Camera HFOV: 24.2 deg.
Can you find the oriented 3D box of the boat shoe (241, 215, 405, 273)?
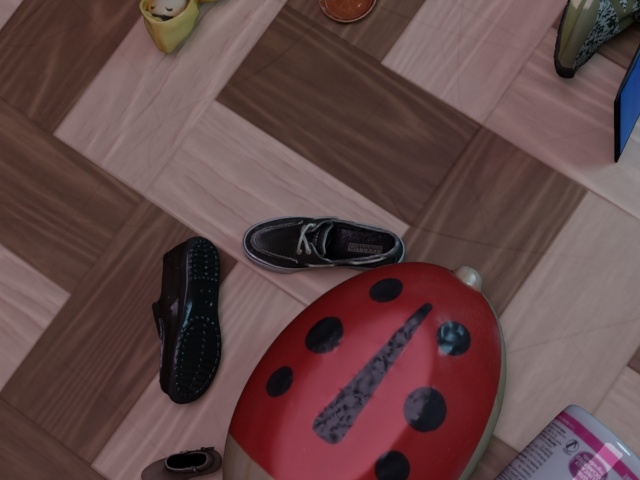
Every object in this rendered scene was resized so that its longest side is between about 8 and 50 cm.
[{"bbox_3d":[0.000,0.000,1.954,0.219,0.070,0.078,2,75,11],"label":"boat shoe"}]

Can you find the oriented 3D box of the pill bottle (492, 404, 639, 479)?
[{"bbox_3d":[0.257,0.346,1.767,0.283,0.160,0.160,-45,72,-3],"label":"pill bottle"}]

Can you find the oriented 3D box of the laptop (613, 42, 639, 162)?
[{"bbox_3d":[0.478,-0.222,1.842,0.264,0.234,0.136,-12,73,7],"label":"laptop"}]

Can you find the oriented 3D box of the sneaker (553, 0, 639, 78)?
[{"bbox_3d":[0.465,-0.350,1.921,0.182,0.158,0.410,41,86,18],"label":"sneaker"}]

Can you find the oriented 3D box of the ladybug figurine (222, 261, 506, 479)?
[{"bbox_3d":[0.051,0.206,1.841,0.305,0.162,0.449,33,83,17],"label":"ladybug figurine"}]

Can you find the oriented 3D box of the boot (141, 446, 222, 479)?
[{"bbox_3d":[-0.182,0.287,1.900,0.118,0.087,0.042,-14,75,6],"label":"boot"}]

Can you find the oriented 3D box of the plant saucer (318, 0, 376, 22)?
[{"bbox_3d":[0.039,-0.339,2.069,0.083,0.013,0.083,-3,74,10],"label":"plant saucer"}]

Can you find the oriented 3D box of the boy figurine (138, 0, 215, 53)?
[{"bbox_3d":[-0.186,-0.401,2.088,0.177,0.092,0.285,20,76,12],"label":"boy figurine"}]

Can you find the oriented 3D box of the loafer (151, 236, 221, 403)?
[{"bbox_3d":[-0.179,0.106,1.965,0.078,0.080,0.220,-6,72,43],"label":"loafer"}]
